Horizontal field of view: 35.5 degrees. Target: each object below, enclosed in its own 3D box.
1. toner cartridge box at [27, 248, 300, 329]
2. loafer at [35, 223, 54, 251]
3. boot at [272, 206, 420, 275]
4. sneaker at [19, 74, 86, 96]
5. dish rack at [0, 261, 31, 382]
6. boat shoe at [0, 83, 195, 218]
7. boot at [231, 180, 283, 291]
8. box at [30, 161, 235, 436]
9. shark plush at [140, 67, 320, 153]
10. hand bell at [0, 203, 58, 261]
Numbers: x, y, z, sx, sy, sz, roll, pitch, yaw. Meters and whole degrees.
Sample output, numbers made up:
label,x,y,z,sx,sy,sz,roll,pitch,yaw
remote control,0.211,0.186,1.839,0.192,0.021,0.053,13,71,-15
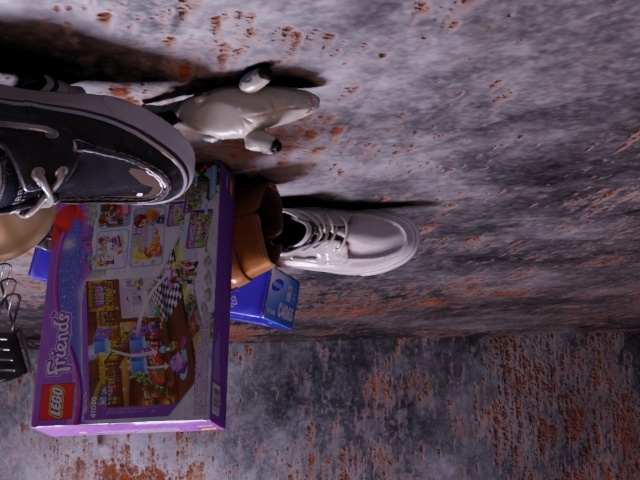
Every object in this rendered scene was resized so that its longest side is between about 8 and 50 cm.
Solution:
label,x,y,z,sx,sy,sz,roll,pitch,yaw
toner cartridge box,-0.217,0.056,1.423,0.348,0.075,0.165,9,173,13
loafer,-0.415,-0.013,1.263,0.170,0.061,0.062,-4,170,10
boot,0.000,0.000,1.320,0.258,0.095,0.123,-3,175,8
sneaker,-0.251,-0.117,0.860,0.109,0.040,0.044,-17,150,34
dish rack,-0.399,0.033,1.001,0.208,0.271,0.074,5,130,-36
boat shoe,-0.242,-0.065,0.796,0.301,0.102,0.108,15,134,-28
boot,-0.146,0.061,1.173,0.220,0.283,0.109,-14,138,20
box,-0.201,0.063,1.100,0.201,0.293,0.057,-4,158,12
shark plush,-0.084,-0.109,0.889,0.161,0.073,0.067,-12,-164,22
hand bell,-0.328,-0.084,0.905,0.126,0.126,0.242,-2,156,-2
